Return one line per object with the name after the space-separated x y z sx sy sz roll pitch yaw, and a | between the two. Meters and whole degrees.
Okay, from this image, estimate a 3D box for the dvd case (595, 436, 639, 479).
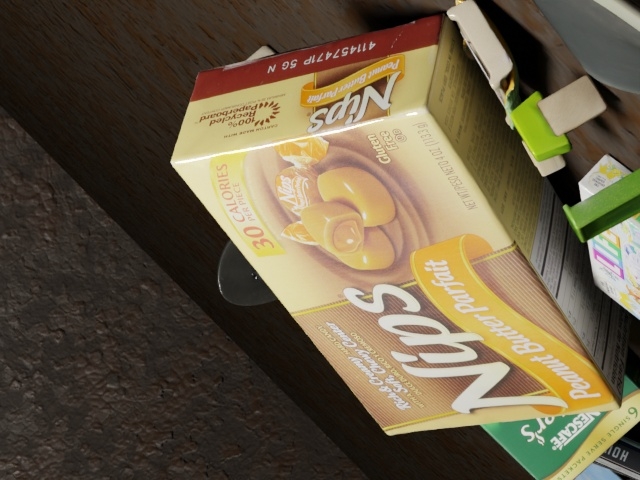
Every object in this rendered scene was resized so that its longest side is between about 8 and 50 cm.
0.171 0.144 1.589 0.238 0.029 0.179 26 176 -15 | dvd case

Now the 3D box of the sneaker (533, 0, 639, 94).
0.092 -0.139 0.831 0.222 0.083 0.118 42 170 7 | sneaker

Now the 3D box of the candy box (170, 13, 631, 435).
0.063 0.003 1.267 0.183 0.087 0.316 -9 138 29 | candy box

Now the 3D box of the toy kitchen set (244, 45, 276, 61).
-0.005 -0.027 1.563 0.207 0.122 0.166 41 169 19 | toy kitchen set

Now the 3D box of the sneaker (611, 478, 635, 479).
0.341 0.301 1.654 0.262 0.104 0.125 52 -168 0 | sneaker

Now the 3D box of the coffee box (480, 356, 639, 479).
0.151 0.090 1.437 0.184 0.113 0.040 46 -162 -2 | coffee box

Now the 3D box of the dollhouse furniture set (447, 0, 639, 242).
0.134 -0.079 1.086 0.152 0.058 0.076 61 -176 21 | dollhouse furniture set

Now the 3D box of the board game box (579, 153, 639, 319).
0.208 0.019 1.168 0.103 0.026 0.154 40 169 25 | board game box

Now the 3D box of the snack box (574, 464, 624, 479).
0.302 0.303 1.830 0.174 0.070 0.207 40 171 17 | snack box

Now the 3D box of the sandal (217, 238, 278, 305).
0.000 0.000 1.510 0.040 0.179 0.067 -102 -10 -76 | sandal
